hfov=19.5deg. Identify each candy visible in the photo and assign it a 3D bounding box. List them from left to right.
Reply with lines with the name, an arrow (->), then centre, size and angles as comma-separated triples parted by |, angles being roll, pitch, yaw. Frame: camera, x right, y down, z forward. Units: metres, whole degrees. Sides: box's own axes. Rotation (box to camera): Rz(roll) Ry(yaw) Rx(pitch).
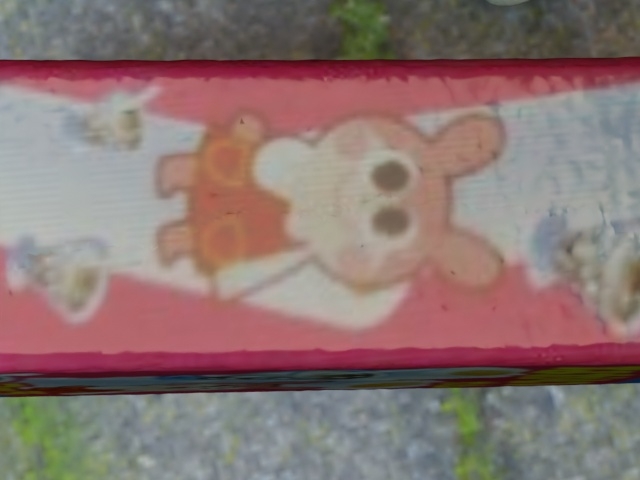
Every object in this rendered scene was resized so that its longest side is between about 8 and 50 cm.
candy -> 0.000, -0.001, 0.610 | 0.306, 0.157, 0.100 | 0, 82, -1

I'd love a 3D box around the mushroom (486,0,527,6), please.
mushroom -> 0.039, -0.181, 0.666 | 0.116, 0.093, 0.225 | -41, 81, -18
